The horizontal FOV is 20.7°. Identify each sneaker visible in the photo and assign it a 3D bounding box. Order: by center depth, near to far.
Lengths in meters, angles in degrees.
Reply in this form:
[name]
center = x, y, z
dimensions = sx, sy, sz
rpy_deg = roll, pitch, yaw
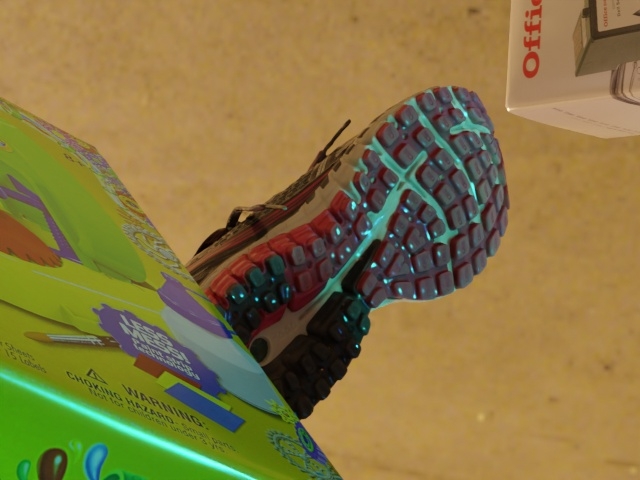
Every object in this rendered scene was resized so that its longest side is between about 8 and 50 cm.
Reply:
[sneaker]
center = 0.000, 0.000, 1.037
dimensions = 0.112, 0.299, 0.121
rpy_deg = 2, 121, 50

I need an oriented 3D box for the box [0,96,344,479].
[box]
center = -0.188, 0.032, 0.518
dimensions = 0.290, 0.177, 0.279
rpy_deg = 29, -170, -34

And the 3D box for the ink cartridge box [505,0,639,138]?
[ink cartridge box]
center = 0.257, -0.182, 1.155
dimensions = 0.114, 0.198, 0.273
rpy_deg = 9, 172, -38
